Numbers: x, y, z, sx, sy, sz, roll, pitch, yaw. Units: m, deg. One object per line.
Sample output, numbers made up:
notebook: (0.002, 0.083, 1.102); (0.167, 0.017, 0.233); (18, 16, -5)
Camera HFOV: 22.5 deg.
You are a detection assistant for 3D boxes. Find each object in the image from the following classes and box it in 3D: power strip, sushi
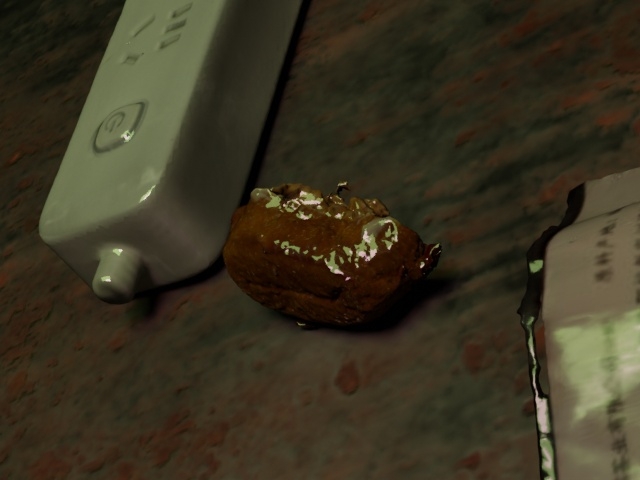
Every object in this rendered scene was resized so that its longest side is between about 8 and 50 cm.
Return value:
power strip: (-0.064, -0.121, 0.890); (0.091, 0.062, 0.385); (-15, 43, 33)
sushi: (0.001, 0.003, 0.721); (0.118, 0.061, 0.060); (21, 57, 27)

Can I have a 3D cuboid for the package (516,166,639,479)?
package: (0.167, 0.044, 0.535); (0.204, 0.062, 0.251); (-17, 46, 27)
